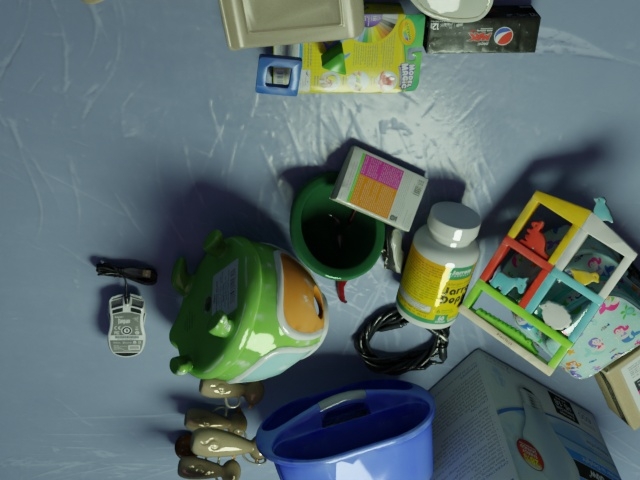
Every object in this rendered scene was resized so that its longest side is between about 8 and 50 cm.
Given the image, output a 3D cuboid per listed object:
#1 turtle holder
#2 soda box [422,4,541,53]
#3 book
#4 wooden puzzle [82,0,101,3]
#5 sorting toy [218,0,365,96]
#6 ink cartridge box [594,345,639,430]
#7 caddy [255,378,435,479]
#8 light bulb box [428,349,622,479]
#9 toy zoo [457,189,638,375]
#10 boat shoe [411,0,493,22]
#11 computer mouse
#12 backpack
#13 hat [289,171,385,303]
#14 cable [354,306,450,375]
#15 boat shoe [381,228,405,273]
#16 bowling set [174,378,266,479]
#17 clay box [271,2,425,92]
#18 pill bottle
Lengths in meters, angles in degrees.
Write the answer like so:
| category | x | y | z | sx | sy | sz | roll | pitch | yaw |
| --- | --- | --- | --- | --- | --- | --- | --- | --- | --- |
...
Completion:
| category | x | y | z | sx | sy | sz | roll | pitch | yaw |
| --- | --- | --- | --- | --- | --- | --- | --- | --- | --- |
| turtle holder | -0.131 | 0.147 | 1.472 | 0.228 | 0.243 | 0.320 | 15 | 119 | -30 |
| soda box | 0.237 | -0.315 | 1.297 | 0.169 | 0.053 | 0.060 | -1 | 126 | -4 |
| book | 0.099 | -0.086 | 1.434 | 0.144 | 0.035 | 0.096 | 23 | 86 | -20 |
| wooden puzzle | -0.245 | -0.512 | 1.100 | 0.348 | 0.080 | 0.322 | -21 | 124 | 14 |
| sorting toy | -0.043 | -0.353 | 1.173 | 0.196 | 0.047 | 0.347 | -7 | 134 | 1 |
| ink cartridge box | 0.643 | 0.223 | 1.664 | 0.235 | 0.088 | 0.193 | -36 | 122 | -1 |
| caddy | 0.053 | 0.364 | 1.619 | 0.342 | 0.241 | 0.179 | -14 | 108 | -13 |
| light bulb box | 0.390 | 0.464 | 1.674 | 0.358 | 0.361 | 0.225 | 30 | 117 | -24 |
| toy zoo | 0.385 | 0.051 | 1.441 | 0.192 | 0.030 | 0.293 | 36 | 105 | 20 |
| boat shoe | 0.124 | -0.383 | 1.223 | 0.255 | 0.079 | 0.095 | 15 | 124 | -13 |
| computer mouse | -0.349 | 0.123 | 1.553 | 0.106 | 0.042 | 0.192 | 2 | 119 | -13 |
| backpack | 0.453 | 0.105 | 1.544 | 0.225 | 0.191 | 0.253 | -39 | 115 | 21 |
| hat | 0.000 | 0.000 | 1.510 | 0.173 | 0.183 | 0.208 | 2 | 82 | -21 |
| cable | 0.156 | 0.190 | 1.648 | 0.185 | 0.047 | 0.150 | 0 | 125 | -6 |
| boat shoe | 0.122 | 0.018 | 1.507 | 0.038 | 0.046 | 0.125 | 10 | 157 | 17 |
| bowling set | -0.193 | 0.398 | 1.710 | 0.154 | 0.200 | 0.286 | 11 | 81 | -19 |
| clay box | 0.039 | -0.287 | 1.296 | 0.222 | 0.053 | 0.127 | -1 | 124 | -6 |
| pill bottle | 0.208 | 0.041 | 1.505 | 0.118 | 0.117 | 0.208 | 6 | 124 | -10 |
